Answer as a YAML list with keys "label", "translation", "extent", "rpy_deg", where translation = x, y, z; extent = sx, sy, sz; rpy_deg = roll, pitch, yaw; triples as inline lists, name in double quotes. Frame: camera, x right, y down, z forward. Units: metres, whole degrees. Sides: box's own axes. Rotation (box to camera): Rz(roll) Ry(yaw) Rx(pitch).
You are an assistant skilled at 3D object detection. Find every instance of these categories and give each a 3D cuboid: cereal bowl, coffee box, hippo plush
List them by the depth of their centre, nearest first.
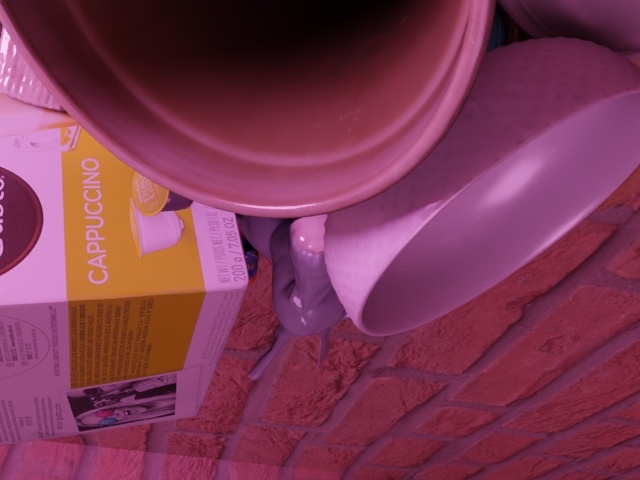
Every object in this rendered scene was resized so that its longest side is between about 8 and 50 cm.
- label: "cereal bowl"
  translation: [0.141, -0.057, 0.550]
  extent: [0.339, 0.141, 0.339]
  rpy_deg: [-27, 154, -14]
- label: "coffee box"
  translation: [-0.308, 0.012, 0.665]
  extent: [0.335, 0.337, 0.338]
  rpy_deg: [-2, 145, -24]
- label: "hippo plush"
  translation: [0.000, 0.000, 0.808]
  extent: [0.235, 0.236, 0.294]
  rpy_deg: [-3, 134, -32]

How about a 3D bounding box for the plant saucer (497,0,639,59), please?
- label: "plant saucer"
  translation: [0.309, -0.296, 0.392]
  extent: [0.401, 0.100, 0.400]
  rpy_deg: [-9, 135, -9]

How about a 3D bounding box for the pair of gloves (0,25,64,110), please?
- label: "pair of gloves"
  translation: [-0.196, -0.224, 0.570]
  extent: [0.240, 0.204, 0.042]
  rpy_deg: [7, -173, -11]

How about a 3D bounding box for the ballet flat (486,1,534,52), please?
- label: "ballet flat"
  translation: [0.197, -0.258, 0.553]
  extent: [0.124, 0.116, 0.342]
  rpy_deg: [-16, 139, -6]

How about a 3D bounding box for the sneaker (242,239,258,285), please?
- label: "sneaker"
  translation: [-0.206, 0.012, 0.963]
  extent: [0.222, 0.083, 0.087]
  rpy_deg: [11, 131, -20]

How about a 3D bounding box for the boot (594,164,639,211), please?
- label: "boot"
  translation: [0.264, -0.069, 0.798]
  extent: [0.270, 0.089, 0.236]
  rpy_deg: [5, 162, -17]

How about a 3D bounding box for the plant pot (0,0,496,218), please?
- label: "plant pot"
  translation: [-0.021, -0.223, 0.410]
  extent: [0.324, 0.280, 0.323]
  rpy_deg: [14, 133, 15]
